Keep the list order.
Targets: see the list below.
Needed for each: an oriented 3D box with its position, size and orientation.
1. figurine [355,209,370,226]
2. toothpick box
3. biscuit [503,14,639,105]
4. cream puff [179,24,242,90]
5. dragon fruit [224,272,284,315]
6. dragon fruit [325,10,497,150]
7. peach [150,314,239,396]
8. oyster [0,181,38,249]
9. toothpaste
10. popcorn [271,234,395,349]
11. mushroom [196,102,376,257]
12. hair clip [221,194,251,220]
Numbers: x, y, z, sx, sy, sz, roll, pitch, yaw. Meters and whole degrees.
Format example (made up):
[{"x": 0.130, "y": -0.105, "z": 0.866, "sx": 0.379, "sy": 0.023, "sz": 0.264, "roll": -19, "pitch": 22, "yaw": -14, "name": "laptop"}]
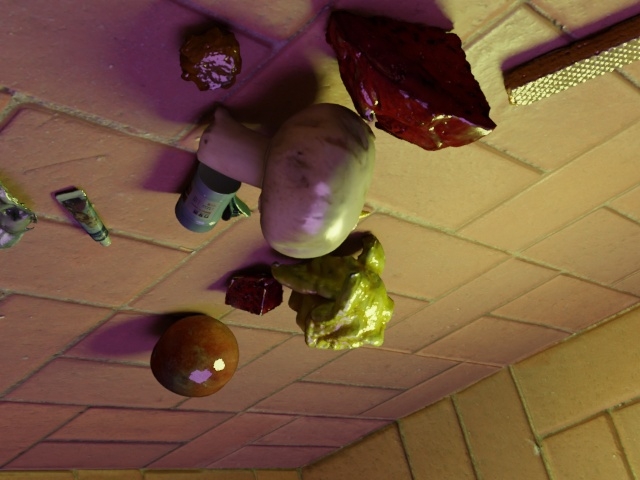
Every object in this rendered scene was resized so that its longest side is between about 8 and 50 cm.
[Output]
[{"x": 0.035, "y": -0.056, "z": 2.095, "sx": 0.178, "sy": 0.109, "sz": 0.129, "roll": -14, "pitch": 180, "yaw": -4, "name": "figurine"}, {"x": -0.243, "y": -0.097, "z": 1.837, "sx": 0.101, "sy": 0.101, "sz": 0.153, "roll": 1, "pitch": 147, "yaw": -30, "name": "toothpick box"}, {"x": 0.564, "y": -0.380, "z": 1.771, "sx": 0.378, "sy": 0.054, "sz": 0.094, "roll": -21, "pitch": 153, "yaw": 12, "name": "biscuit"}, {"x": -0.185, "y": -0.314, "z": 1.472, "sx": 0.116, "sy": 0.094, "sz": 0.122, "roll": -36, "pitch": 124, "yaw": 29, "name": "cream puff"}, {"x": -0.172, "y": 0.131, "z": 2.352, "sx": 0.161, "sy": 0.120, "sz": 0.127, "roll": -17, "pitch": 125, "yaw": -63, "name": "dragon fruit"}, {"x": 0.134, "y": -0.324, "z": 1.581, "sx": 0.330, "sy": 0.240, "sz": 0.302, "roll": 31, "pitch": 161, "yaw": -28, "name": "dragon fruit"}, {"x": -0.367, "y": 0.336, "z": 2.464, "sx": 0.252, "sy": 0.252, "sz": 0.252, "roll": -12, "pitch": 153, "yaw": -6, "name": "peach"}, {"x": -0.668, "y": -0.042, "z": 1.734, "sx": 0.199, "sy": 0.087, "sz": 0.252, "roll": -32, "pitch": 158, "yaw": 11, "name": "oyster"}, {"x": -0.508, "y": -0.047, "z": 1.868, "sx": 0.062, "sy": 0.037, "sz": 0.216, "roll": -15, "pitch": 148, "yaw": 2, "name": "toothpaste"}, {"x": 0.051, "y": 0.157, "z": 2.268, "sx": 0.321, "sy": 0.290, "sz": 0.325, "roll": -15, "pitch": 179, "yaw": -24, "name": "popcorn"}, {"x": -0.066, "y": -0.141, "z": 1.670, "sx": 0.336, "sy": 0.314, "sz": 0.314, "roll": 26, "pitch": 150, "yaw": 6, "name": "mushroom"}, {"x": -0.191, "y": -0.115, "z": 1.900, "sx": 0.070, "sy": 0.039, "sz": 0.229, "roll": -9, "pitch": 151, "yaw": -9, "name": "hair clip"}]
